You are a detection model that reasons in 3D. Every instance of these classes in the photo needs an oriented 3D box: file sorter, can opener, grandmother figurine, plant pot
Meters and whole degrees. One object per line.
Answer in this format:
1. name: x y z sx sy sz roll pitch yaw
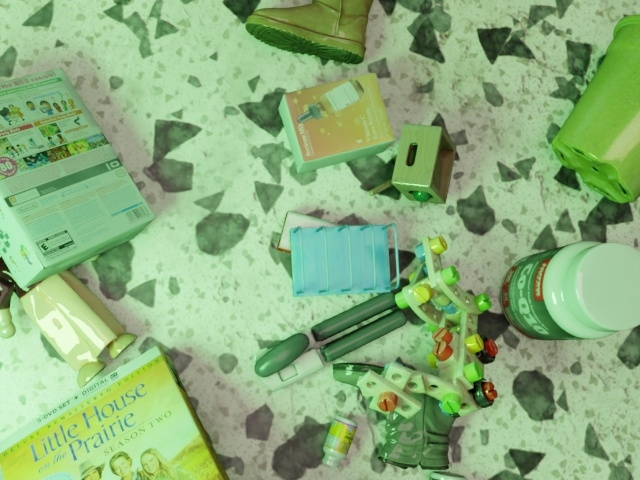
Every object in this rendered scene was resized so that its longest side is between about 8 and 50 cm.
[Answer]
1. file sorter: 0.041 0.031 1.368 0.170 0.104 0.118 -2 86 -9
2. can opener: 0.020 0.170 1.394 0.283 0.095 0.076 -25 88 -11
3. grandmother figurine: -0.452 0.067 1.334 0.342 0.104 0.208 47 58 -3
4. plant pot: 0.565 -0.215 1.464 0.276 0.276 0.254 41 90 -2

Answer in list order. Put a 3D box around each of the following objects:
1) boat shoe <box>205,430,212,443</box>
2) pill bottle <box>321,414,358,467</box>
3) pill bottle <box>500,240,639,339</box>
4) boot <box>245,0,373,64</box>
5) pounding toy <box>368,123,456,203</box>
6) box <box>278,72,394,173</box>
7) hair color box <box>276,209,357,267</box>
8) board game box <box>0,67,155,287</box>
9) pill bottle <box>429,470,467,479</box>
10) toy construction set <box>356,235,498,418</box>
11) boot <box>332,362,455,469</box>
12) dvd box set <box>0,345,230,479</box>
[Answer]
1. boat shoe: -0.298 0.432 1.309 0.116 0.123 0.324 24 74 22
2. pill bottle: 0.031 0.345 1.398 0.043 0.043 0.083 22 80 -5
3. pill bottle: 0.426 0.087 1.372 0.161 0.283 0.161 1 82 -9
4. boot: -0.003 -0.474 1.486 0.236 0.089 0.269 12 81 -18
5. pounding toy: 0.165 -0.124 1.437 0.100 0.130 0.141 8 80 25
6. box: 0.027 -0.207 1.448 0.170 0.091 0.130 -16 85 -11
7. hair color box: 0.000 0.000 1.440 0.141 0.043 0.072 16 81 -6
8. board game box: -0.445 -0.108 1.307 0.224 0.097 0.303 -29 87 -46
9. pill bottle: 0.213 0.460 1.400 0.065 0.065 0.116 10 80 -7
10. toy construction set: 0.191 0.166 1.339 0.215 0.151 0.328 50 46 -21
11. boot: 0.124 0.305 1.397 0.246 0.083 0.161 17 81 -11
12. dvd box set: -0.287 0.390 1.201 0.307 0.062 0.420 -31 50 -7
